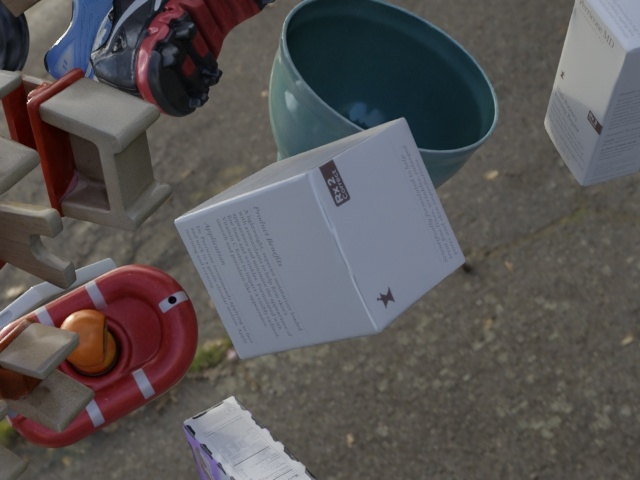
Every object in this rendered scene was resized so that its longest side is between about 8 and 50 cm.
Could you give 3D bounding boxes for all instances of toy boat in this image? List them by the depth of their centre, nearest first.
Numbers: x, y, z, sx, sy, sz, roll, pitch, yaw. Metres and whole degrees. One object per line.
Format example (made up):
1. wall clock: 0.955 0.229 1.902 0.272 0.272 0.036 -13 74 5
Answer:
1. toy boat: -0.242 0.113 1.227 0.231 0.151 0.151 -29 -11 -14

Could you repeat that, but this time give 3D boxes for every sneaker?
1. sneaker: -0.130 -0.235 1.126 0.135 0.097 0.276 7 53 32
2. sneaker: -0.250 -0.332 1.466 0.147 0.130 0.330 22 73 15

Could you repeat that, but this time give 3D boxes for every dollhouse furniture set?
1. dollhouse furniture set: -0.226 -0.007 0.756 0.135 0.262 0.259 17 43 24

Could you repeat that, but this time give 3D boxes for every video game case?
1. video game case: -0.381 0.096 1.513 0.183 0.023 0.201 -35 -2 20

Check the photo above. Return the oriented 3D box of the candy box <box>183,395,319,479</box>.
1. candy box: -0.057 0.286 1.230 0.070 0.164 0.196 -27 32 -21

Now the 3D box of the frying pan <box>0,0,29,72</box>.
1. frying pan: -0.509 -0.291 1.395 0.053 0.326 0.197 -23 45 51

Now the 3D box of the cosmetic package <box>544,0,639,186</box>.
1. cosmetic package: 0.336 -0.182 1.334 0.086 0.231 0.117 -16 54 -11

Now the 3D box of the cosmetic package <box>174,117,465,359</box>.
1. cosmetic package: 0.000 0.000 1.049 0.184 0.151 0.151 -15 13 43

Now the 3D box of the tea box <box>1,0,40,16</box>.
1. tea box: -0.280 -0.463 1.139 0.329 0.323 0.220 -36 -3 -4

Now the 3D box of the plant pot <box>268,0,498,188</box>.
1. plant pot: 0.056 -0.149 1.488 0.293 0.293 0.196 -85 17 -47
